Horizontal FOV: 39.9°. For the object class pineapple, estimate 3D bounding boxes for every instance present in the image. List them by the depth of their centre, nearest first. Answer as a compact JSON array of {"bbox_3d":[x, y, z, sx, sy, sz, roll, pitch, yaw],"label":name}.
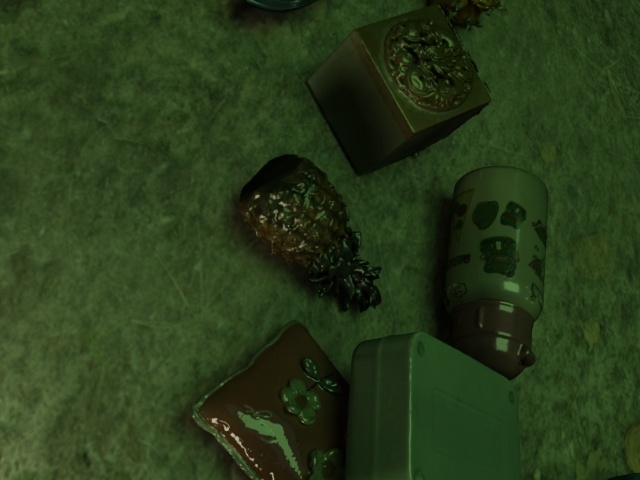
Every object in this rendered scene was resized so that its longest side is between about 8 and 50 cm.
[{"bbox_3d":[0.000,0.000,0.960,0.197,0.108,0.108,49,52,-20],"label":"pineapple"},{"bbox_3d":[0.197,-0.352,1.252,0.137,0.069,0.116,-26,79,-46],"label":"pineapple"}]

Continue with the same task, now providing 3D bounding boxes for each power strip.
[{"bbox_3d":[0.133,0.239,0.867,0.229,0.141,0.260,32,54,-45],"label":"power strip"}]

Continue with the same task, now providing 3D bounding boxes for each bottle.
[{"bbox_3d":[0.205,0.044,1.048,0.120,0.120,0.253,24,60,-22],"label":"bottle"}]

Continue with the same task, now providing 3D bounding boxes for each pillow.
[{"bbox_3d":[-0.017,0.185,0.874,0.179,0.075,0.171,52,51,-2],"label":"pillow"}]

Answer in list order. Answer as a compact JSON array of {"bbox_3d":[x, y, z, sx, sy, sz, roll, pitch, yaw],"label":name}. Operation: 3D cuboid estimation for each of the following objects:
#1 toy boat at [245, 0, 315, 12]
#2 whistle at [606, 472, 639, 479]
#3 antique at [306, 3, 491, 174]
[{"bbox_3d":[-0.002,-0.368,1.091,0.114,0.122,0.296,47,54,-7],"label":"toy boat"},{"bbox_3d":[0.327,0.362,1.013,0.269,0.093,0.180,-41,93,-31],"label":"whistle"},{"bbox_3d":[0.100,-0.185,1.062,0.152,0.148,0.146,-26,83,-34],"label":"antique"}]
